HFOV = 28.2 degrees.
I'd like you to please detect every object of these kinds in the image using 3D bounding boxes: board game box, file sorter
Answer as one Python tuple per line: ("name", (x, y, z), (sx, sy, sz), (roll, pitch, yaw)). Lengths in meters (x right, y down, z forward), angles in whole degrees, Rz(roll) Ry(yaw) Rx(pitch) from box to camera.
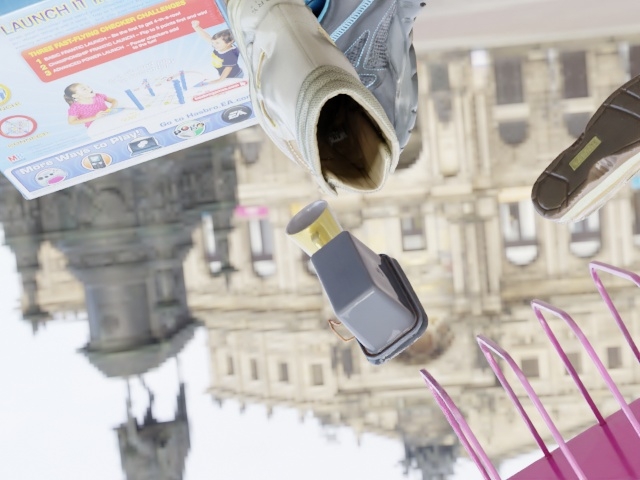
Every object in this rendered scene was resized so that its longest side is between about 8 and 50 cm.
("board game box", (-0.234, -0.190, 1.323), (0.308, 0.086, 0.302), (-17, 151, 6))
("file sorter", (0.266, 0.138, 1.235), (0.291, 0.182, 0.202), (-31, -174, -1))

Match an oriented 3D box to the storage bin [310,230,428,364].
("storage bin", (0.041, 0.059, 1.416), (0.098, 0.091, 0.135), (-38, -139, 11))

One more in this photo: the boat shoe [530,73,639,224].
("boat shoe", (0.278, -0.086, 1.165), (0.072, 0.068, 0.190), (17, 130, -46))

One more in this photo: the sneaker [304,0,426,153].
("sneaker", (0.039, -0.221, 1.403), (0.140, 0.341, 0.125), (-4, -135, -6))

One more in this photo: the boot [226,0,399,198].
("boot", (0.006, -0.085, 0.968), (0.077, 0.213, 0.165), (-28, -129, -4))

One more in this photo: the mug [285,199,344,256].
("mug", (-0.002, 0.000, 1.527), (0.062, 0.064, 0.078), (-20, -152, 37))
